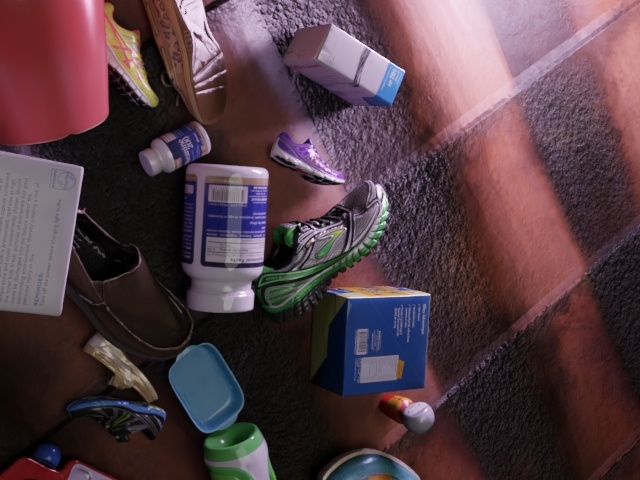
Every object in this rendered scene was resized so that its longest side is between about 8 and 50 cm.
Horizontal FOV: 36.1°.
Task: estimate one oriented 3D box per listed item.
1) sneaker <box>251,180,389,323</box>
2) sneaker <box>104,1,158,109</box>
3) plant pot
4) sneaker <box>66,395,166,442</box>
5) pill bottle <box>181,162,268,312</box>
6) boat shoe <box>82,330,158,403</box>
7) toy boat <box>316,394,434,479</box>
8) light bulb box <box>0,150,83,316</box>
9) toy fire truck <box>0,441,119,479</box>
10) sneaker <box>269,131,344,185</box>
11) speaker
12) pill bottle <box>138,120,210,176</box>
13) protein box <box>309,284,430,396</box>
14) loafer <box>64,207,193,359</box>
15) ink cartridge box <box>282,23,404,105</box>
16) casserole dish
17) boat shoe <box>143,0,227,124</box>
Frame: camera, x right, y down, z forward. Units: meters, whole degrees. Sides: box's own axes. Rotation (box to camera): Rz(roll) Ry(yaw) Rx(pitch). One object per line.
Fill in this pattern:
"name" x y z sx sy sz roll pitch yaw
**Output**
"sneaker" 0.000 0.000 1.921 0.343 0.134 0.146 -46 116 -18
"sneaker" -0.338 -0.323 1.709 0.094 0.081 0.208 -45 115 -21
"plant pot" -0.457 -0.295 1.550 0.275 0.275 0.243 -21 117 -28
"sneaker" -0.368 0.325 1.777 0.188 0.067 0.078 18 80 -34
"pill bottle" -0.178 -0.006 1.802 0.153 0.153 0.264 1 96 -31
"boat shoe" -0.364 0.238 1.776 0.059 0.063 0.170 -43 106 -17
"toy boat" 0.134 0.477 2.052 0.267 0.148 0.318 24 84 -31
"light bulb box" -0.585 -0.036 1.432 0.361 0.358 0.225 9 89 -31
"toy fire truck" -0.469 0.495 1.702 0.302 0.169 0.254 37 52 -29
"sneaker" -0.017 -0.159 1.932 0.170 0.068 0.071 28 75 -30
"speaker" -0.136 0.509 1.904 0.131 0.131 0.296 -22 107 -27
"pill bottle" -0.265 -0.164 1.779 0.120 0.067 0.067 -31 111 -25
"protein box" 0.100 0.200 2.004 0.201 0.136 0.200 0 96 -31
"loafer" -0.350 0.080 1.698 0.366 0.130 0.134 42 50 -27
"ink cartridge box" 0.044 -0.335 1.902 0.191 0.139 0.082 28 82 -31
"casserole dish" -0.223 0.279 1.878 0.114 0.037 0.188 -36 112 -22
"boat shoe" -0.245 -0.347 1.769 0.104 0.089 0.285 -35 118 -51
